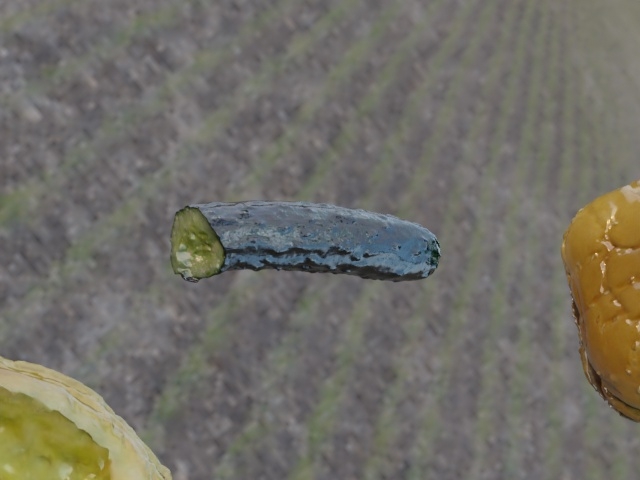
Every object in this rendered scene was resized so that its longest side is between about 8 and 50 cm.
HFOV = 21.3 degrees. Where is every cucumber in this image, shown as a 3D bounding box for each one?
[{"bbox_3d":[0.000,0.000,1.642,0.303,0.081,0.072,0,32,-35],"label":"cucumber"}]

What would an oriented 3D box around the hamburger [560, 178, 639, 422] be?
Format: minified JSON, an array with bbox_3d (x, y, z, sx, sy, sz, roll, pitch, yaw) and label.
[{"bbox_3d":[0.409,0.065,1.927,0.158,0.318,0.319,32,26,-50],"label":"hamburger"}]

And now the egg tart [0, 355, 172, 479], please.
[{"bbox_3d":[-0.210,0.187,0.867,0.294,0.123,0.294,8,63,-17],"label":"egg tart"}]
